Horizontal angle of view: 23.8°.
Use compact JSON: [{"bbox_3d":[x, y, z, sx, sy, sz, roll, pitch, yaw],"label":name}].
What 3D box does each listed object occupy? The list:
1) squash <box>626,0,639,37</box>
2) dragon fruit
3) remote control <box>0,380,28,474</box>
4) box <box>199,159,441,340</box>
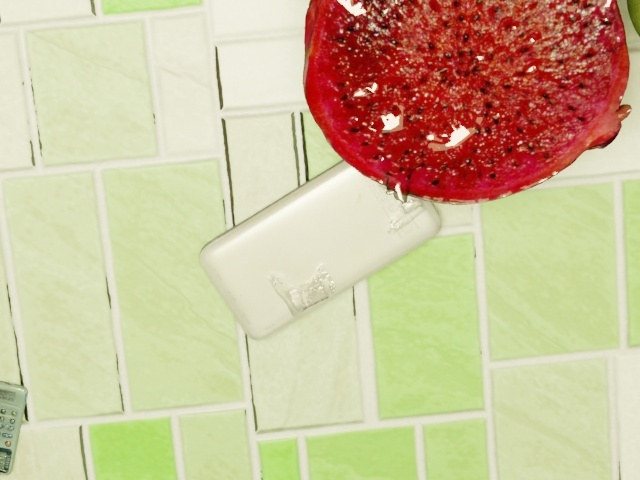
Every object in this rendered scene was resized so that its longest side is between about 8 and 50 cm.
[{"bbox_3d":[0.429,-0.336,1.778,0.132,0.132,0.247,5,103,-4],"label":"squash"},{"bbox_3d":[0.160,-0.239,1.721,0.386,0.249,0.371,24,120,-19],"label":"dragon fruit"},{"bbox_3d":[-0.409,0.240,1.937,0.053,0.018,0.124,13,103,-5],"label":"remote control"},{"bbox_3d":[0.000,0.000,1.886,0.285,0.044,0.142,-31,101,5],"label":"box"}]
